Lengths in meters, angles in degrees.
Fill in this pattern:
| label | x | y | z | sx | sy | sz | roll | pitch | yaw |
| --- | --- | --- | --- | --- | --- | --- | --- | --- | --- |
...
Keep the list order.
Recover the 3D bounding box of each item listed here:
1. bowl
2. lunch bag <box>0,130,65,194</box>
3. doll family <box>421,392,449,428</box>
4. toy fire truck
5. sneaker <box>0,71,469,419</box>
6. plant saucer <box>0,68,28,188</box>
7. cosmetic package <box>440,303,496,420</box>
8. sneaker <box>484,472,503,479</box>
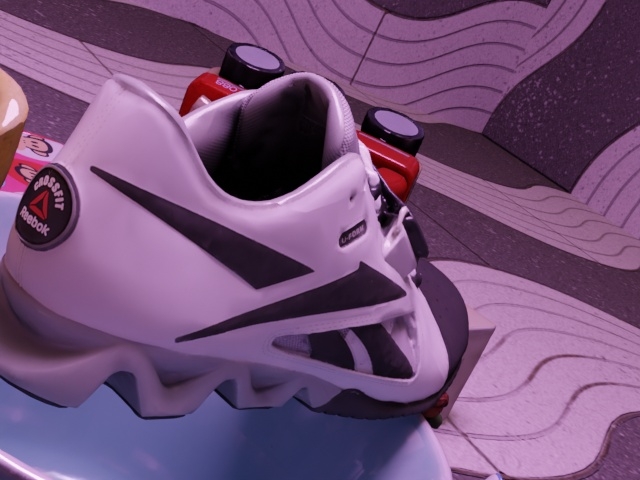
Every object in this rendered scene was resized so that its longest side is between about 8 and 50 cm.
| label | x | y | z | sx | sy | sz | roll | pitch | yaw |
| --- | --- | --- | --- | --- | --- | --- | --- | --- | --- |
| bowl | -0.108 | 0.116 | 0.557 | 0.312 | 0.163 | 0.311 | 24 | 16 | -7 |
| lunch bag | -0.204 | 0.011 | 0.835 | 0.258 | 0.120 | 0.293 | 18 | 17 | -26 |
| doll family | 0.027 | 0.136 | 0.818 | 0.076 | 0.111 | 0.193 | 32 | 16 | 20 |
| toy fire truck | -0.034 | -0.067 | 0.956 | 0.217 | 0.158 | 0.246 | 26 | 30 | 5 |
| sneaker | 0.000 | 0.000 | 0.547 | 0.122 | 0.146 | 0.330 | 34 | 15 | 30 |
| plant saucer | -0.308 | 0.011 | 0.419 | 0.333 | 0.333 | 0.081 | 31 | -27 | 36 |
| cosmetic package | -0.011 | 0.046 | 1.062 | 0.309 | 0.113 | 0.160 | 36 | 19 | 30 |
| sneaker | 0.174 | 0.223 | 0.872 | 0.144 | 0.059 | 0.053 | 22 | 13 | -19 |
